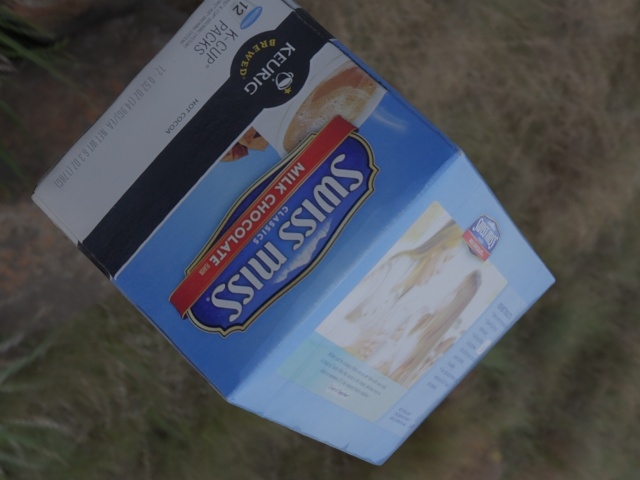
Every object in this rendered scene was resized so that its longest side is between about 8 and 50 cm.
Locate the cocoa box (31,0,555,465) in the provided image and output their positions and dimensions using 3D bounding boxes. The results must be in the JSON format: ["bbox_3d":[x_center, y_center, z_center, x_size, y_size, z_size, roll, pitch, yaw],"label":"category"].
[{"bbox_3d":[0.000,0.000,1.088,0.231,0.228,0.347,-47,155,2],"label":"cocoa box"}]
